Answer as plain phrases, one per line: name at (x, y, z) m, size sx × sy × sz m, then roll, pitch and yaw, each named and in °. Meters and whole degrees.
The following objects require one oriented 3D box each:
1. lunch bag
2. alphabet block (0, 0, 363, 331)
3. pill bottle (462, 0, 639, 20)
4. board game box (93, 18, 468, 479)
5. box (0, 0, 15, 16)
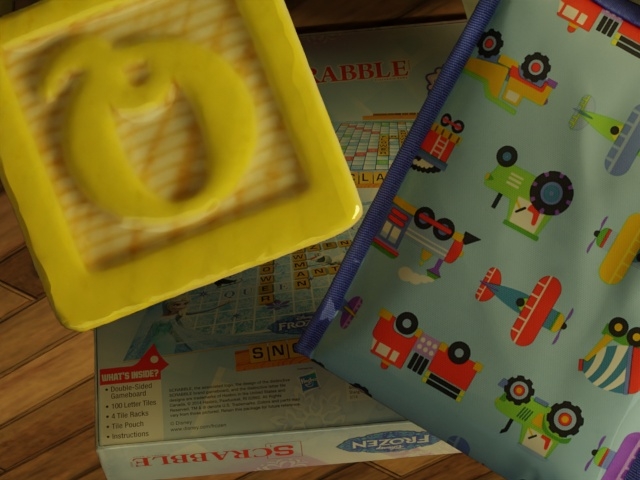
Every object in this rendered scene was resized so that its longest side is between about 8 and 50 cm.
lunch bag at (0.154, -0.014, 1.171) m, size 0.221 × 0.138 × 0.293 m, roll 30°, pitch 113°, yaw 10°
alphabet block at (-0.095, -0.069, 1.225) m, size 0.193 × 0.192 × 0.197 m, roll -23°, pitch -175°, yaw 1°
pill bottle at (0.297, -0.193, 1.224) m, size 0.392 × 0.224 × 0.224 m, roll -22°, pitch 142°, yaw 24°
board game box at (0.000, 0.000, 1.381) m, size 0.318 × 0.318 × 0.066 m, roll -4°, pitch 151°, yaw 0°
box at (-0.280, -0.250, 1.156) m, size 0.213 × 0.117 × 0.243 m, roll 2°, pitch 146°, yaw -10°
